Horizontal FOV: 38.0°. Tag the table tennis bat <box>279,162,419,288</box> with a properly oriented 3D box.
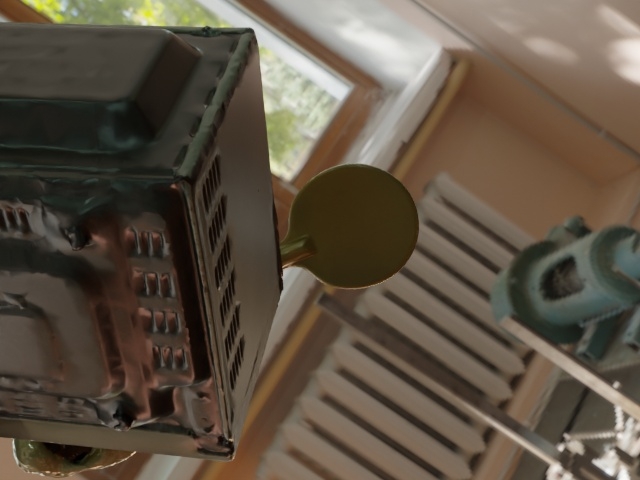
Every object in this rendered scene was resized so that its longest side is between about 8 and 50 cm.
[{"bbox_3d":[0.000,0.000,1.476,0.321,0.198,0.050,-23,6,8],"label":"table tennis bat"}]

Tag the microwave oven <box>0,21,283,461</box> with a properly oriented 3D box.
[{"bbox_3d":[-0.226,0.000,0.672,0.218,0.355,0.286,-76,-13,-49],"label":"microwave oven"}]

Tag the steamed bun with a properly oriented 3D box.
[{"bbox_3d":[-0.330,0.245,1.221,0.155,0.141,0.172,-35,12,-18],"label":"steamed bun"}]
